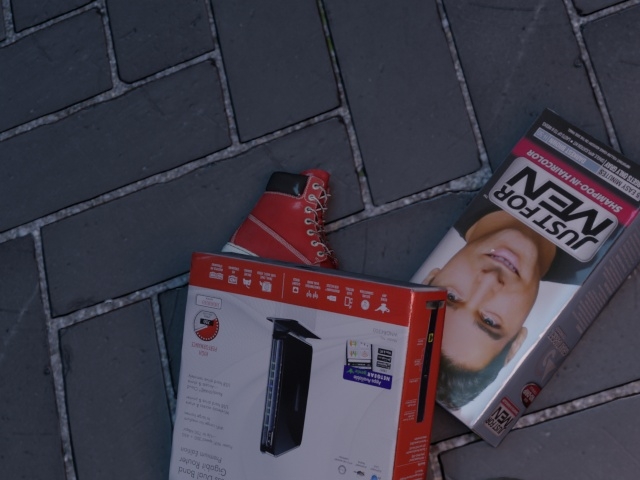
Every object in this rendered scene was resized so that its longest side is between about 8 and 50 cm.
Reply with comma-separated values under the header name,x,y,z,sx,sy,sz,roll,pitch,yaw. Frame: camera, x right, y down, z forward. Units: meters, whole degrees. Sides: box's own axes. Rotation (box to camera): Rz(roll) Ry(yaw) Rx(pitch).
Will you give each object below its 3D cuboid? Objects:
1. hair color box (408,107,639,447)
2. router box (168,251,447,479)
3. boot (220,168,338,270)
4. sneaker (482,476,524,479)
name,x,y,z,sx,sy,sz,roll,pitch,yaw
hair color box,0.246,0.045,1.766,0.185,0.113,0.374,37,87,29
router box,-0.021,0.182,1.752,0.335,0.082,0.301,8,94,35
boot,0.000,0.000,1.900,0.244,0.088,0.176,28,81,32
sneaker,0.188,0.455,1.592,0.158,0.182,0.410,-10,68,18
